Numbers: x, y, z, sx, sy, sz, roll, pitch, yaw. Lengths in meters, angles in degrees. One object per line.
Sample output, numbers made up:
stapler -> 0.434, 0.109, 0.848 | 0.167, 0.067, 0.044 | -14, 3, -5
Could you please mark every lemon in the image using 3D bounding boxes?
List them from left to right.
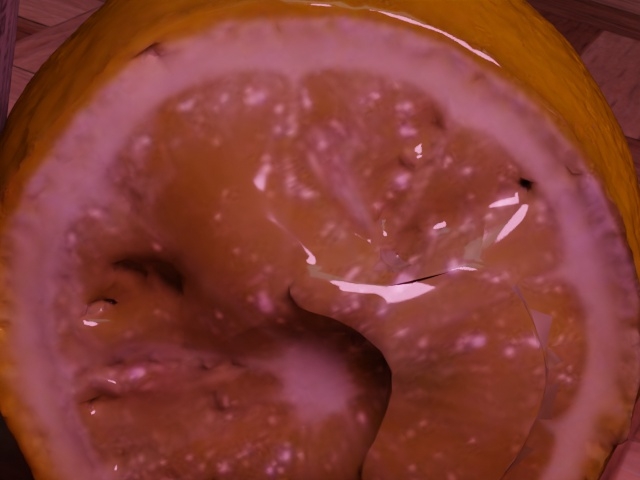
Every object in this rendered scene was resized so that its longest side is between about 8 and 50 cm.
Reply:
lemon -> 0.000, 0.000, 0.782 | 0.364, 0.364, 0.364 | 10, 27, -5

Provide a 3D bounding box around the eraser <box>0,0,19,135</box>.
eraser -> -0.211, -0.057, 0.718 | 0.098, 0.403, 0.096 | 12, 25, -3
